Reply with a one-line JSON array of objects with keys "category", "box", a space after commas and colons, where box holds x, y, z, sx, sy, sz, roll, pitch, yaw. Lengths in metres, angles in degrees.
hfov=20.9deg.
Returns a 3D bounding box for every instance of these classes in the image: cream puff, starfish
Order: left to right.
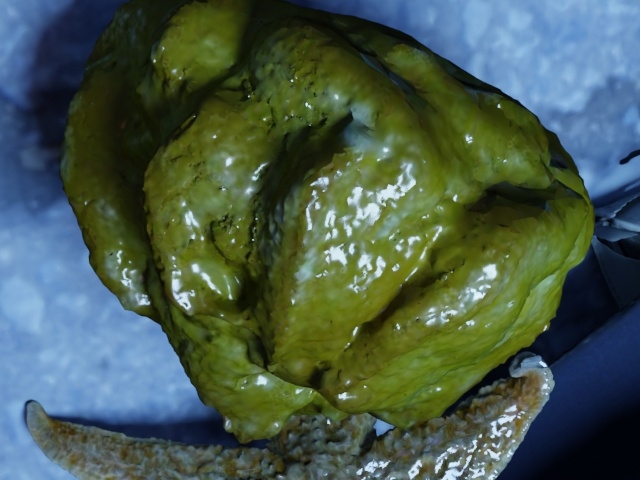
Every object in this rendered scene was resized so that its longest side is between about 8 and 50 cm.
[{"category": "starfish", "box": [0.000, 0.110, 0.879, 0.295, 0.048, 0.231, 25, 82, 13]}, {"category": "cream puff", "box": [0.003, -0.016, 0.767, 0.244, 0.244, 0.196, 25, 118, -29]}]

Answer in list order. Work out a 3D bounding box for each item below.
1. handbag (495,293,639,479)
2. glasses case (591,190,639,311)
[{"category": "handbag", "box": [0.242, 0.163, 0.966, 0.329, 0.122, 0.303, 30, 119, -36]}, {"category": "glasses case", "box": [0.307, -0.015, 0.962, 0.308, 0.083, 0.128, -23, 121, -7]}]
